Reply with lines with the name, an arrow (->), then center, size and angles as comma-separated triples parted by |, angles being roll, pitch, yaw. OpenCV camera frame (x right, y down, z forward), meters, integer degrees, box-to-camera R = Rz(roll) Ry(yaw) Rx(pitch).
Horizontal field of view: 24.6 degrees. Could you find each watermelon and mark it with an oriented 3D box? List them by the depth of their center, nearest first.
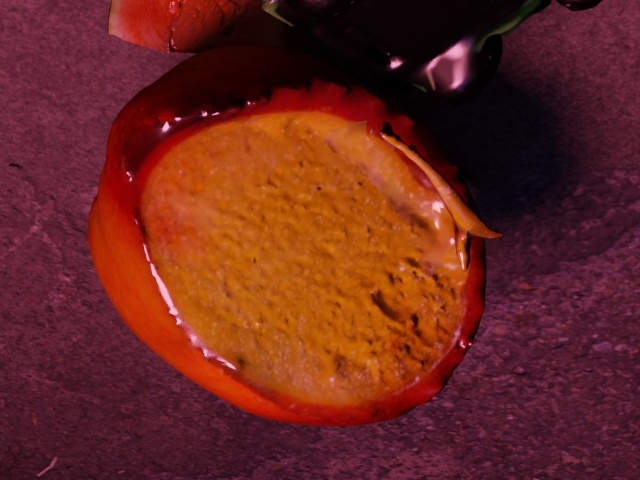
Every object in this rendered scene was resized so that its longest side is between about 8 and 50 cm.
watermelon -> -0.127, -0.258, 1.457 | 0.192, 0.137, 0.145 | 5, 106, 8

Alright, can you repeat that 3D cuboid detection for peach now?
peach -> -0.040, -0.009, 1.429 | 0.405, 0.335, 0.310 | 31, 178, -19

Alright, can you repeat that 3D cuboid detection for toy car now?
toy car -> 0.096, -0.261, 1.314 | 0.213, 0.176, 0.358 | 27, 133, -35

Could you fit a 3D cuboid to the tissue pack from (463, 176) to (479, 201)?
tissue pack -> 0.000, 0.000, 1.738 | 0.242, 0.125, 0.343 | 28, 141, -17
